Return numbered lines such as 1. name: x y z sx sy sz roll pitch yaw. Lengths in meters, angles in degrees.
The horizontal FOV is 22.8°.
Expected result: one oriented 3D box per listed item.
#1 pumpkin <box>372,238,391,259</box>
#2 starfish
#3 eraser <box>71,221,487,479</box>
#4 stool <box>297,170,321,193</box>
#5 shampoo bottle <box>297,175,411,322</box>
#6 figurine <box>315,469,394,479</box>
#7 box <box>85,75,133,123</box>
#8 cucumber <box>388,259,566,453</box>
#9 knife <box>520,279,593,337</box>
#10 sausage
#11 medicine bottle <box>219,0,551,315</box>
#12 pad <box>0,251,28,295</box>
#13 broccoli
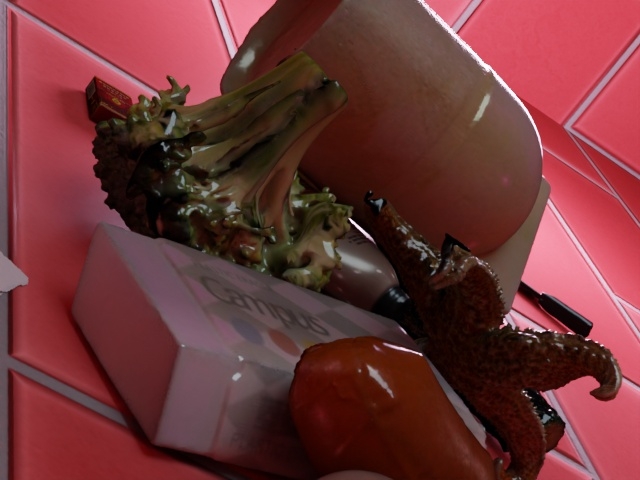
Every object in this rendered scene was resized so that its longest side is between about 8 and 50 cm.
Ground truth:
1. pumpkin: 0.120 -0.038 2.022 0.194 0.150 0.194 23 1 0
2. starfish: 0.153 0.097 1.571 0.312 0.113 0.303 33 -31 33
3. eraser: -0.025 0.119 1.388 0.397 0.082 0.213 21 22 -46
4. stool: -0.042 -0.117 1.939 0.135 0.134 0.110 -19 40 -15
5. shampoo bottle: 0.000 0.000 1.764 0.257 0.078 0.127 41 12 21
6. figurine: 0.026 0.231 1.162 0.138 0.125 0.125 31 9 37
7. box: -0.234 -0.148 1.768 0.051 0.023 0.082 29 19 -25
8. cucumber: 0.157 0.125 1.775 0.081 0.072 0.303 16 27 -51
9. knife: 0.303 0.067 2.332 0.230 0.028 0.060 36 4 1
10. sausage: 0.063 0.179 1.279 0.258 0.133 0.133 57 5 -32
11. medicine bottle: 0.107 -0.116 1.802 0.406 0.236 0.235 43 14 -20
12. pad: -0.344 -0.029 1.253 0.232 0.004 0.156 41 16 8
13. broccoli: -0.075 -0.069 1.502 0.263 0.243 0.247 48 5 13
